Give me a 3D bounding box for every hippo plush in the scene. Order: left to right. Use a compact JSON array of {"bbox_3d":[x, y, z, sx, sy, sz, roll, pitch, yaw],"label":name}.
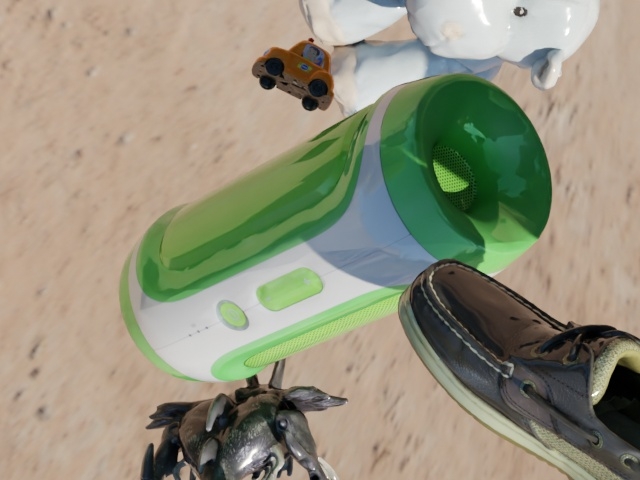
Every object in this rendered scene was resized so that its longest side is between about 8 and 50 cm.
[{"bbox_3d":[0.143,-0.185,1.615,0.294,0.236,0.234,14,96,-21],"label":"hippo plush"}]

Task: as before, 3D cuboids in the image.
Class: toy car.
[{"bbox_3d":[-0.008,-0.100,1.198,0.060,0.122,0.040,21,74,14],"label":"toy car"}]

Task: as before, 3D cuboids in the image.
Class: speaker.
[{"bbox_3d":[0.000,0.000,1.097,0.296,0.131,0.131,-25,97,46],"label":"speaker"}]

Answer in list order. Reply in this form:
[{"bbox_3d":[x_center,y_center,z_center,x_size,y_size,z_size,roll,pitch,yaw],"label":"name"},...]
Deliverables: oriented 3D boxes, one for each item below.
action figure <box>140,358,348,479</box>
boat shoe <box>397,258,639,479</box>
[{"bbox_3d":[-0.056,0.197,1.212,0.164,0.275,0.141,-5,137,24],"label":"action figure"},{"bbox_3d":[0.134,0.075,0.867,0.223,0.080,0.073,43,132,23],"label":"boat shoe"}]
